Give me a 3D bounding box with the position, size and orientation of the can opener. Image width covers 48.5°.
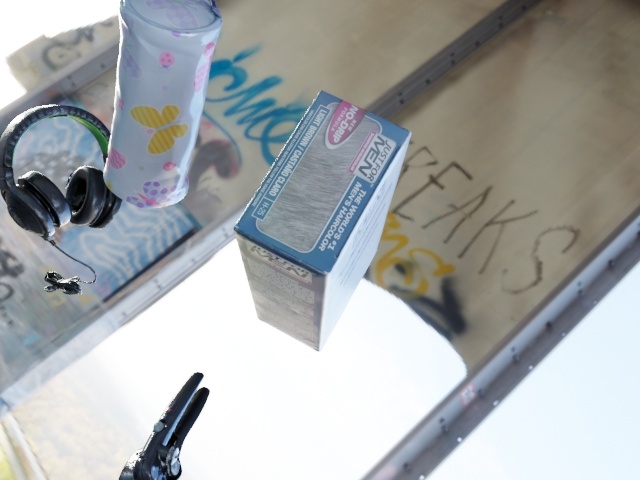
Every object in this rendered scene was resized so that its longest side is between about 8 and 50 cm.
[{"bbox_3d":[-0.180,0.225,0.860,0.073,0.186,0.059,2,-57,17],"label":"can opener"}]

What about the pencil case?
[{"bbox_3d":[-0.199,-0.171,0.870,0.124,0.114,0.273,-109,-151,-45],"label":"pencil case"}]

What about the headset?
[{"bbox_3d":[-0.539,-0.080,1.471,0.185,0.243,0.394,8,-74,45],"label":"headset"}]

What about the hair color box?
[{"bbox_3d":[0.000,0.000,0.822,0.105,0.173,0.347,27,-19,8],"label":"hair color box"}]
